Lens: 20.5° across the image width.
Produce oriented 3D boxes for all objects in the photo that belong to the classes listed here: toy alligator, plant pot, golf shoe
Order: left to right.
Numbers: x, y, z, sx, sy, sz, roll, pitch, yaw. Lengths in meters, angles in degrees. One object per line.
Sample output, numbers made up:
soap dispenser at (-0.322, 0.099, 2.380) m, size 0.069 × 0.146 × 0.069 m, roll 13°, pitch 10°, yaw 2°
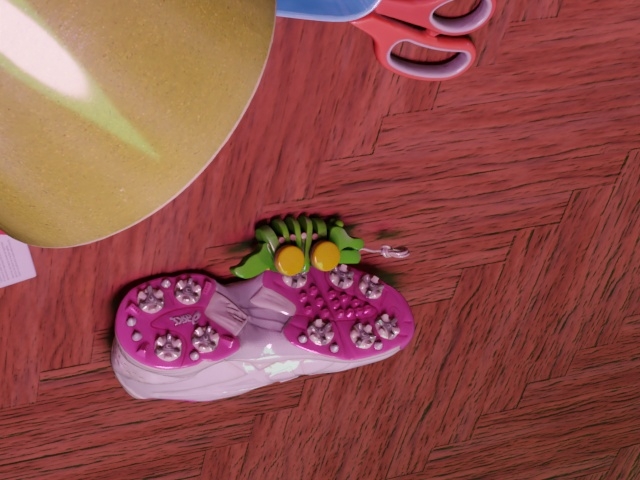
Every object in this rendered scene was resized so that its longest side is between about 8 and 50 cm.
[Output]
plant pot at (-0.223, -0.179, 1.141) m, size 0.275 × 0.275 × 0.293 m, roll -36°, pitch 139°, yaw 15°
golf shoe at (-0.061, 0.094, 1.732) m, size 0.306 × 0.115 × 0.140 m, roll -1°, pitch 149°, yaw -21°
toy alligator at (0.000, 0.000, 1.685) m, size 0.190 × 0.056 × 0.051 m, roll -8°, pitch 100°, yaw -26°

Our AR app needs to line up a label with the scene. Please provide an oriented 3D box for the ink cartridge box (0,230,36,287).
ink cartridge box at (-0.335, -0.005, 1.452) m, size 0.175 × 0.072 × 0.127 m, roll -18°, pitch 145°, yaw -10°

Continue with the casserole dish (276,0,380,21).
casserole dish at (-0.016, -0.230, 1.374) m, size 0.188 × 0.037 × 0.114 m, roll 2°, pitch 128°, yaw -30°

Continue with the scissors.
scissors at (0.025, -0.189, 1.476) m, size 0.297 × 0.021 × 0.109 m, roll 4°, pitch 135°, yaw -36°
